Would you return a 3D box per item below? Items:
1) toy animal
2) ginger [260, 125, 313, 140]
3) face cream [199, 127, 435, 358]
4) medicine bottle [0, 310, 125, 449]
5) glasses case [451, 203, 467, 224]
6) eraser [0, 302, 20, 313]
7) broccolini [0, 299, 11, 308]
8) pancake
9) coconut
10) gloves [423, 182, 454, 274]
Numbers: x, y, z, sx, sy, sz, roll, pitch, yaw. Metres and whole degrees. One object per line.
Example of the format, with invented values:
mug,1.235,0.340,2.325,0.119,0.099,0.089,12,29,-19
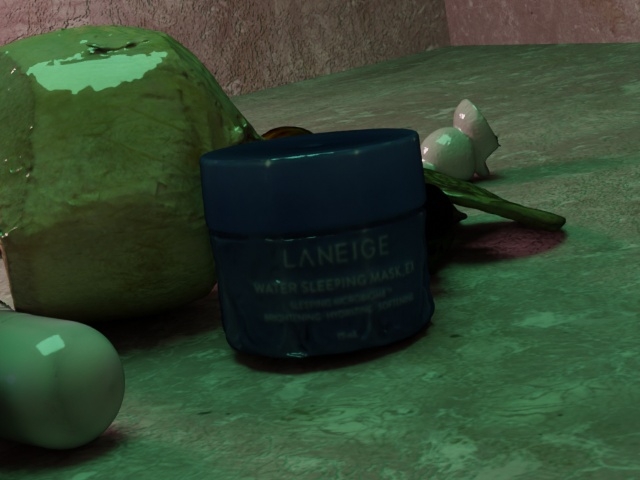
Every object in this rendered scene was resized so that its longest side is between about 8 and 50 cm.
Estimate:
toy animal,0.187,-0.119,2.215,0.220,0.131,0.104,-37,53,-8
ginger,-0.117,-0.117,2.241,0.357,0.153,0.274,-2,15,24
face cream,0.000,0.000,1.501,0.249,0.225,0.249,-8,10,1
medicine bottle,-0.333,0.136,1.375,0.341,0.130,0.130,3,18,42
glasses case,0.056,-0.033,1.905,0.308,0.083,0.128,-14,13,-16
eraser,-0.394,0.104,1.577,0.212,0.046,0.092,22,12,37
broccolini,-0.463,0.092,1.896,0.035,0.030,0.140,-7,6,-25
pancake,0.210,-0.057,1.801,0.250,0.031,0.250,19,5,-2
coconut,-0.244,-0.088,1.703,0.404,0.405,0.404,-9,13,2
gloves,0.113,-0.015,1.710,0.107,0.135,0.268,-26,-8,1
